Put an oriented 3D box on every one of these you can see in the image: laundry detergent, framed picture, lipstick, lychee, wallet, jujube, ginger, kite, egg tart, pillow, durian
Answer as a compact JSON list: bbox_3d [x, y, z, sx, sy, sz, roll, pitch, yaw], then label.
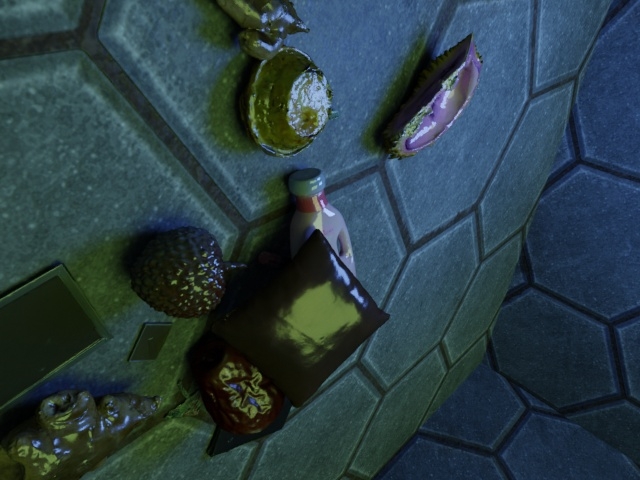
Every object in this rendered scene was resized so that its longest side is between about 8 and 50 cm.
[{"bbox_3d":[0.000,0.000,1.036,0.159,0.088,0.334,-29,125,-28],"label":"laundry detergent"},{"bbox_3d":[-0.336,0.202,0.899,0.066,0.007,0.089,14,105,-54],"label":"framed picture"},{"bbox_3d":[-0.065,0.064,1.099,0.234,0.053,0.053,22,98,-50],"label":"lipstick"},{"bbox_3d":[-0.224,0.054,0.786,0.198,0.165,0.165,-8,127,-15],"label":"lychee"},{"bbox_3d":[-0.186,0.519,1.305,0.286,0.030,0.145,5,109,-51],"label":"wallet"},{"bbox_3d":[-0.187,0.326,1.037,0.190,0.190,0.255,-45,136,-18],"label":"jujube"},{"bbox_3d":[-0.423,0.336,0.802,0.270,0.123,0.218,-36,144,-43],"label":"ginger"},{"bbox_3d":[-0.307,0.369,1.062,0.139,0.011,0.156,-40,143,-29],"label":"kite"},{"bbox_3d":[-0.474,0.169,0.699,0.252,0.014,0.197,-37,140,-28],"label":"framed picture"},{"bbox_3d":[-0.105,-0.376,0.700,0.132,0.059,0.214,-57,137,-16],"label":"ginger"},{"bbox_3d":[-0.048,-0.247,0.827,0.213,0.090,0.212,-27,127,-41],"label":"egg tart"},{"bbox_3d":[-0.026,0.176,0.985,0.308,0.108,0.305,-42,118,-8],"label":"pillow"},{"bbox_3d":[0.274,-0.343,1.151,0.341,0.112,0.191,-53,155,7],"label":"durian"}]

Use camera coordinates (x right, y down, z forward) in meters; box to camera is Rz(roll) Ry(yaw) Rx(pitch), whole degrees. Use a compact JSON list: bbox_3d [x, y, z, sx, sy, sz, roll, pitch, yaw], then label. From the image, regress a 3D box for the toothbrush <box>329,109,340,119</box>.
[{"bbox_3d":[-0.039,-0.239,0.916,0.220,0.019,0.016,-23,172,-39],"label":"toothbrush"}]
